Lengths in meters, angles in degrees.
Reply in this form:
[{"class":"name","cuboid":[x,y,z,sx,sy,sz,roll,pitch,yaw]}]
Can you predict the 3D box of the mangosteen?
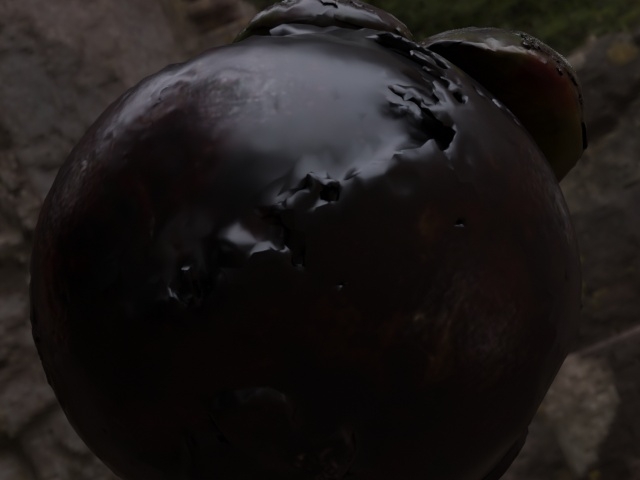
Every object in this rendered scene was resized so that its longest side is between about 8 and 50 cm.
[{"class":"mangosteen","cuboid":[0.012,0.020,1.083,0.381,0.381,0.421,-36,1,43]}]
